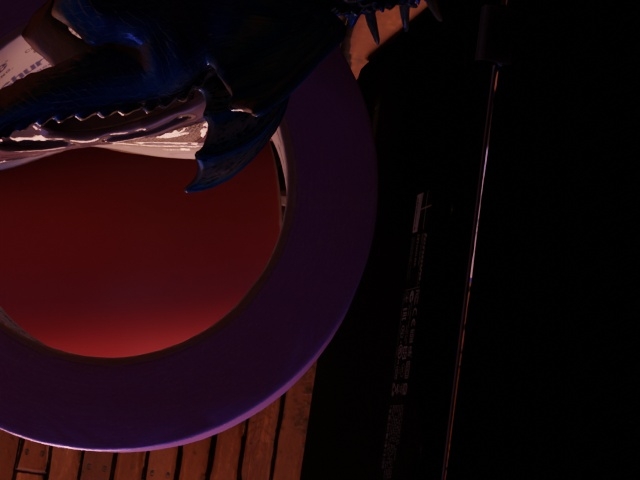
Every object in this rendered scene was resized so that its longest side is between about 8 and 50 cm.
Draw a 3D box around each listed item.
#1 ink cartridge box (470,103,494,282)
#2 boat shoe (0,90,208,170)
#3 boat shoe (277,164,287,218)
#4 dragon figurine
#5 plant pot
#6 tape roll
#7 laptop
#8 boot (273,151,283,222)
[{"bbox_3d":[0.137,-0.013,1.180,0.223,0.045,0.224,6,145,12],"label":"ink cartridge box"},{"bbox_3d":[-0.180,-0.102,1.042,0.285,0.103,0.092,3,166,12],"label":"boat shoe"},{"bbox_3d":[0.085,-0.006,1.310,0.257,0.095,0.095,7,-151,9],"label":"boat shoe"},{"bbox_3d":[-0.045,-0.080,0.692,0.144,0.289,0.085,38,144,-7],"label":"dragon figurine"},{"bbox_3d":[-0.167,0.000,1.234,0.243,0.275,0.275,0,174,-14],"label":"plant pot"},{"bbox_3d":[-0.108,-0.024,0.865,0.274,0.275,0.090,8,173,0],"label":"tape roll"},{"bbox_3d":[0.155,0.068,0.854,0.236,0.382,0.408,11,171,-13],"label":"laptop"},{"bbox_3d":[-0.045,-0.041,1.418,0.305,0.112,0.115,2,-158,7],"label":"boot"}]
